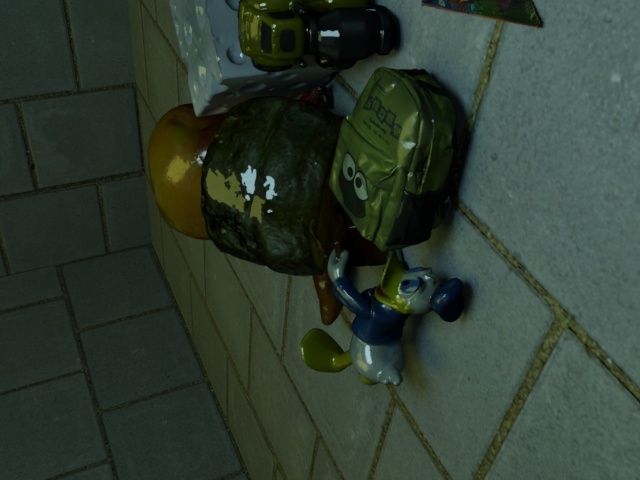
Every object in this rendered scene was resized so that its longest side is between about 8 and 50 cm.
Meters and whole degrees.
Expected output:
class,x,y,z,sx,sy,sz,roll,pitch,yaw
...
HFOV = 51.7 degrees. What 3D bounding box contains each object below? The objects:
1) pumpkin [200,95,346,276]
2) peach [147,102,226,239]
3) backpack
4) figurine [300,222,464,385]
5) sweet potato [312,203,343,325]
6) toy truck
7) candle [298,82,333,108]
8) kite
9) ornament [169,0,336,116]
class,x,y,z,sx,sy,sz,roll,pitch,yaw
pumpkin,-0.070,-0.101,1.175,0.225,0.256,0.304,9,105,18
peach,-0.274,-0.171,1.644,0.372,0.289,0.373,37,134,52
backpack,0.114,-0.125,0.962,0.207,0.139,0.253,56,144,40
figurine,0.121,0.094,1.097,0.338,0.204,0.284,-26,72,55
sweet potato,0.000,-0.005,1.331,0.112,0.112,0.359,-12,93,68
toy truck,-0.007,-0.324,1.013,0.165,0.224,0.147,-123,29,-52
candle,-0.039,-0.242,1.345,0.084,0.059,0.302,50,156,4
kite,0.174,-0.364,0.827,0.321,0.016,0.234,70,157,13
ornament,-0.121,-0.388,1.218,0.240,0.239,0.239,165,91,-68
